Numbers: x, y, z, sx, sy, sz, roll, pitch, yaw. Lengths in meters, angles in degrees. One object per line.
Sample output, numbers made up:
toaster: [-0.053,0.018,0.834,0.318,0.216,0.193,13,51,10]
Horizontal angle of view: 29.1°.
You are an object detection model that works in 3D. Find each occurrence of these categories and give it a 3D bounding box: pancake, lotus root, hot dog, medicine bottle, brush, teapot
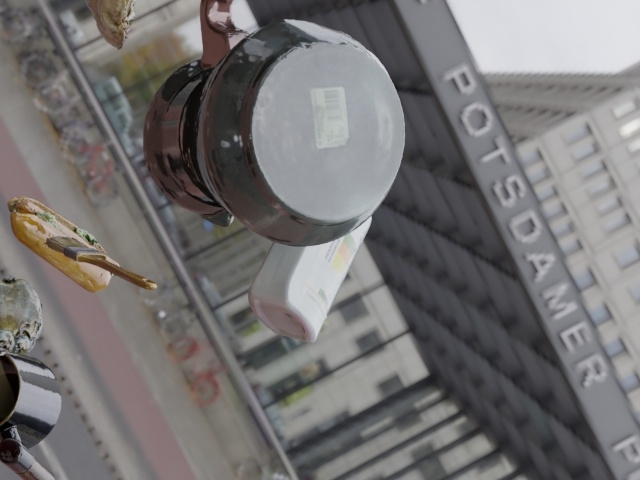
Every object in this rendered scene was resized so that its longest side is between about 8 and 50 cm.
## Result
pancake: [-0.297,-0.468,1.755,0.387,0.082,0.387,-178,-90,-77]
lotus root: [-0.417,0.108,1.669,0.165,0.088,0.088,-118,-177,-58]
hot dog: [-0.437,0.002,2.106,0.249,0.068,0.100,44,20,-45]
medicine bottle: [0.000,0.000,1.914,0.111,0.296,0.161,13,-28,25]
brush: [-0.232,0.025,1.324,0.170,0.043,0.014,21,-78,40]
teapot: [-0.085,-0.184,1.742,0.362,0.305,0.376,4,-79,57]

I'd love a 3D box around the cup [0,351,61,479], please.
cup: [-0.489,0.269,1.969,0.239,0.166,0.177,34,-10,12]
